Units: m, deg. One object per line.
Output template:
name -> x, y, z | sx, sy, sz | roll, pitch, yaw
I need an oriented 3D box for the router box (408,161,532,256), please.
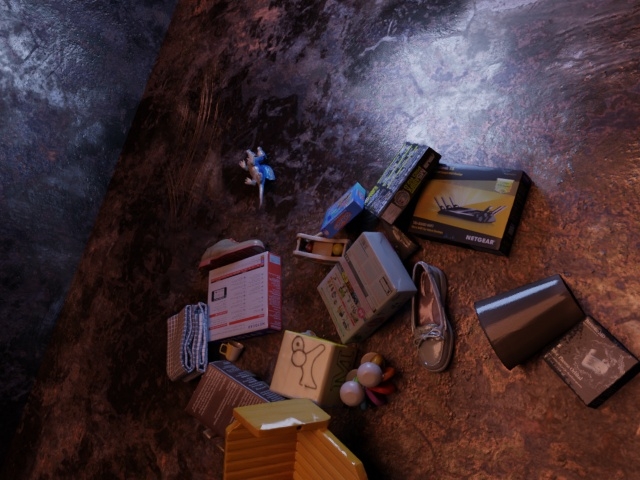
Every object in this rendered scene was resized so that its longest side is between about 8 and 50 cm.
router box -> 0.443, -0.102, 1.649 | 0.309, 0.081, 0.242 | 14, 82, 42

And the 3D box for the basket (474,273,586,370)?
basket -> 0.544, 0.196, 1.410 | 0.227, 0.154, 0.204 | -32, 50, 22

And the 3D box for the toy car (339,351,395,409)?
toy car -> 0.152, 0.438, 1.662 | 0.136, 0.159, 0.182 | 41, 103, 4

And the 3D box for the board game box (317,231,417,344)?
board game box -> 0.136, 0.152, 1.721 | 0.303, 0.098, 0.224 | -51, 52, 38

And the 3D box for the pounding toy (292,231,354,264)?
pounding toy -> 0.000, 0.000, 1.929 | 0.270, 0.154, 0.154 | 3, 75, 40

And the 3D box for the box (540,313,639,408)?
box -> 0.652, 0.291, 1.318 | 0.158, 0.093, 0.156 | -48, 50, 14

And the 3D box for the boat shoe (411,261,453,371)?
boat shoe -> 0.317, 0.223, 1.614 | 0.118, 0.103, 0.320 | -11, 67, 37

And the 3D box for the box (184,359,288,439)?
box -> -0.237, 0.577, 1.826 | 0.381, 0.143, 0.191 | 29, 91, 20

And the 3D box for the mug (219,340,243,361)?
mug -> -0.342, 0.427, 2.114 | 0.078, 0.062, 0.064 | 23, 98, 19

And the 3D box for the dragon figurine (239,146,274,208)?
dragon figurine -> -0.251, -0.273, 2.287 | 0.085, 0.144, 0.289 | -31, 76, 26

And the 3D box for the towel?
towel -> -0.534, 0.407, 2.182 | 0.235, 0.121, 0.283 | -41, 47, 54

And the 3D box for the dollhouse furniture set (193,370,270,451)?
dollhouse furniture set -> -0.328, 0.593, 2.021 | 0.259, 0.135, 0.262 | 29, 93, 31

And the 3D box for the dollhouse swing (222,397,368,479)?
dollhouse swing -> -0.081, 0.679, 1.515 | 0.305, 0.315, 0.346 | -134, 47, -59

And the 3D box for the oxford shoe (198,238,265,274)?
oxford shoe -> -0.369, 0.037, 2.247 | 0.348, 0.123, 0.130 | -17, 55, 31

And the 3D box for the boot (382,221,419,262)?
boot -> 0.207, 0.043, 1.807 | 0.208, 0.076, 0.189 | -53, 46, 20

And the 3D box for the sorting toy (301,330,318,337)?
sorting toy -> -0.051, 0.352, 1.890 | 0.045, 0.075, 0.083 | 8, 79, 41

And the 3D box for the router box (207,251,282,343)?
router box -> -0.302, 0.231, 2.140 | 0.336, 0.082, 0.301 | -18, 63, 34

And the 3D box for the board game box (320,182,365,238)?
board game box -> 0.081, -0.106, 1.894 | 0.160, 0.047, 0.210 | -42, 12, 21

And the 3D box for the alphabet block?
alphabet block -> -0.019, 0.410, 1.743 | 0.192, 0.193, 0.197 | 11, 80, 28

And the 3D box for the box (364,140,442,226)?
box -> 0.256, -0.190, 1.777 | 0.270, 0.060, 0.216 | -55, 16, 5
